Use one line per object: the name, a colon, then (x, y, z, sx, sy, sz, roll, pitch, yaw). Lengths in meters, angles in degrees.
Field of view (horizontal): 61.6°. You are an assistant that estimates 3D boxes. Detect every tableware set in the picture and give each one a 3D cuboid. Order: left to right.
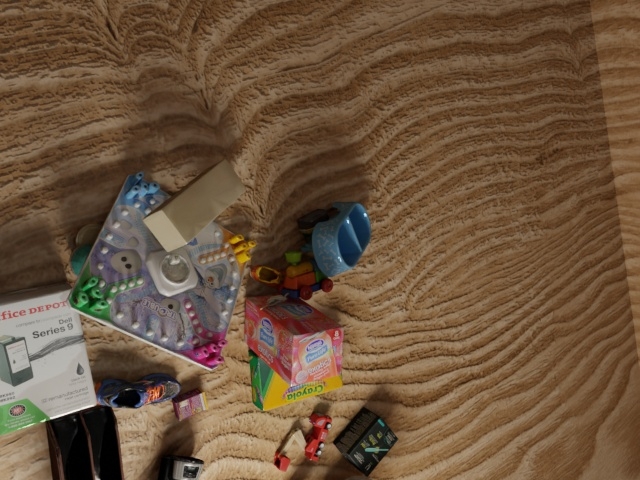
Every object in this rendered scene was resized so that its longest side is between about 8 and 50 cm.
tableware set: (-0.549, 0.051, 1.324, 0.128, 0.039, 0.194, -26, 114, -43)

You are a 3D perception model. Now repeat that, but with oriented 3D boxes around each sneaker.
sneaker: (-0.465, 0.119, 1.303, 0.108, 0.121, 0.302, -57, 130, -25)
sneaker: (-0.459, 0.396, 1.374, 0.221, 0.087, 0.083, 2, 96, -41)
sneaker: (-0.123, 0.116, 1.572, 0.175, 0.067, 0.064, 16, 84, -33)

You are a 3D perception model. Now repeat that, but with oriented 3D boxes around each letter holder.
letter holder: (-0.543, 0.580, 1.272, 0.152, 0.214, 0.301, -7, 98, -31)

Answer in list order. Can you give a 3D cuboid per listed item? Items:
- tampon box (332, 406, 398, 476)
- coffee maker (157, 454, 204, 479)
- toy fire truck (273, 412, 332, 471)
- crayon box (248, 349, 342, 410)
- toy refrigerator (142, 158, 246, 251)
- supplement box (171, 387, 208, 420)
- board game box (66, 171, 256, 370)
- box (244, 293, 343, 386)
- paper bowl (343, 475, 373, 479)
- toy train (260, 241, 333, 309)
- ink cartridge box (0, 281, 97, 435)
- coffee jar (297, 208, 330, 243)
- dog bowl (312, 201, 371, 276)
tampon box: (0.147, 0.658, 1.762, 0.161, 0.101, 0.120, -43, 114, -20)
coffee maker: (-0.392, 0.665, 1.422, 0.120, 0.171, 0.178, 39, 51, -50)
toy fire truck: (-0.053, 0.624, 1.670, 0.135, 0.047, 0.191, 26, 80, -29)
crayon box: (-0.072, 0.388, 1.617, 0.279, 0.081, 0.165, -8, 98, -31)
toy refrigerator: (-0.313, -0.093, 1.357, 0.102, 0.094, 0.269, 56, 41, -18)
supplement box: (-0.358, 0.448, 1.472, 0.083, 0.043, 0.054, -15, 102, -30)
board game box: (-0.359, 0.070, 1.331, 0.390, 0.050, 0.389, 34, 49, -29)
box: (-0.080, 0.257, 1.465, 0.154, 0.300, 0.142, -4, 105, -30)
paper bowl: (0.093, 0.865, 1.642, 0.148, 0.284, 0.284, 45, 72, -25)
toy train: (-0.077, 0.094, 1.504, 0.248, 0.105, 0.143, -15, 104, -45)
ink cartridge box: (-0.656, 0.259, 1.230, 0.211, 0.122, 0.288, -13, 100, -30)
coffee jar: (0.000, 0.000, 1.629, 0.096, 0.079, 0.184, -29, 108, -27)
dog bowl: (0.072, -0.013, 1.588, 0.297, 0.074, 0.165, -52, 125, -53)
